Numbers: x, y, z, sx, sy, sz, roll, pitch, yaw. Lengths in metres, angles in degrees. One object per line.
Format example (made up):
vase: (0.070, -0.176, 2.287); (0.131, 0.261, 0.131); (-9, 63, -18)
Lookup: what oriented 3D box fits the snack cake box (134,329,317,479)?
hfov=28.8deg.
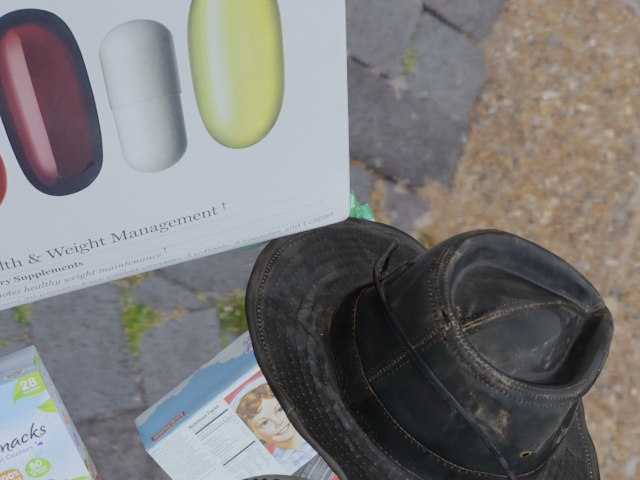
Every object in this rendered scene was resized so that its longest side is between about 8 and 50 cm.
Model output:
snack cake box: (-0.069, 0.198, 1.481); (0.264, 0.089, 0.152); (-38, 115, -3)

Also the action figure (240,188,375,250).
action figure: (0.000, 0.000, 1.220); (0.137, 0.232, 0.064); (9, 70, -8)

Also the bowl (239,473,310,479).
bowl: (-0.041, 0.255, 0.903); (0.170, 0.080, 0.170); (-2, 79, 8)

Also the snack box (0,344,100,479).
snack box: (-0.367, 0.247, 1.429); (0.174, 0.070, 0.207); (-23, 117, -6)

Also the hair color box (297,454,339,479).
hair color box: (-0.001, 0.321, 1.654); (0.053, 0.167, 0.093); (30, 76, 10)

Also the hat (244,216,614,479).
hat: (0.116, 0.072, 0.854); (0.331, 0.134, 0.331); (31, 33, -23)

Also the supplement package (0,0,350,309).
supplement package: (-0.099, -0.101, 0.552); (0.194, 0.149, 0.203); (-16, 141, -10)
